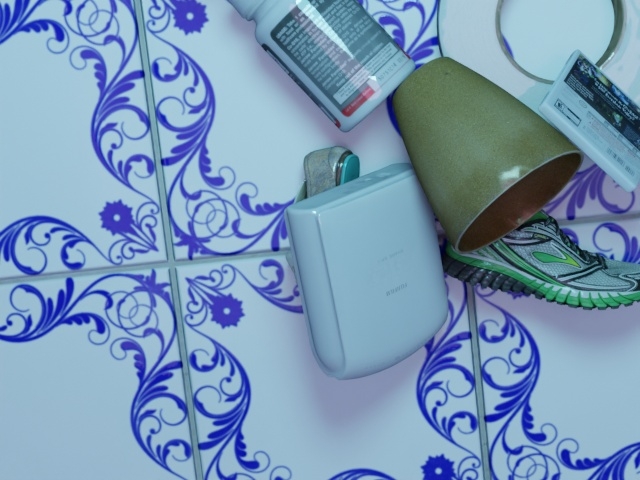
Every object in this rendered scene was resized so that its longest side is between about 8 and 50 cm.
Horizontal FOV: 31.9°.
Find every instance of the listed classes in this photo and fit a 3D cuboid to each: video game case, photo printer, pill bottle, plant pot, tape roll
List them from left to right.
[{"bbox_3d":[0.001,-0.324,1.771,0.161,0.161,0.283,-43,95,7],"label":"pill bottle"},{"bbox_3d":[0.081,0.057,1.781,0.256,0.107,0.307,-23,110,-35],"label":"photo printer"},{"bbox_3d":[0.230,-0.150,1.714,0.237,0.237,0.254,-37,71,6],"label":"plant pot"},{"bbox_3d":[0.380,-0.355,1.801,0.392,0.072,0.392,0,99,2],"label":"tape roll"},{"bbox_3d":[0.432,-0.185,1.716,0.190,0.173,0.022,41,138,-5],"label":"video game case"}]

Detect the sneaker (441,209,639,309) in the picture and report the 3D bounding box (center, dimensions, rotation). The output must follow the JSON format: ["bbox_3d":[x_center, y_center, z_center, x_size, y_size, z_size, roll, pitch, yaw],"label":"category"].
[{"bbox_3d":[0.377,0.025,1.822,0.343,0.134,0.146,13,98,1],"label":"sneaker"}]

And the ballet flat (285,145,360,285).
[{"bbox_3d":[0.000,0.000,1.858,0.106,0.107,0.316,7,93,25],"label":"ballet flat"}]
